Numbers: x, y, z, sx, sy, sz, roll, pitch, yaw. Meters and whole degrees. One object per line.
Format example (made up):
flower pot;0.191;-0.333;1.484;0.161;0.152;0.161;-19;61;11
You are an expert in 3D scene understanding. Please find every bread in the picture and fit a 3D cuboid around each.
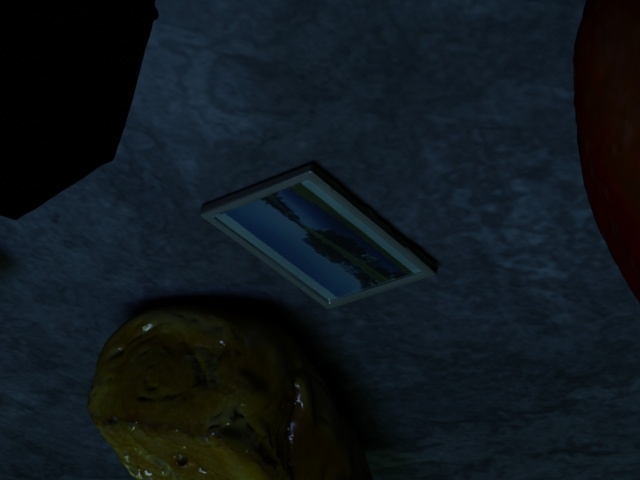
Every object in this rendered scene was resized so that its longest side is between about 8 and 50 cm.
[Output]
bread;-0.061;0.173;1.272;0.166;0.132;0.294;-6;145;23

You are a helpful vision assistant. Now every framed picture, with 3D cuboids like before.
framed picture;0.000;0.000;1.107;0.109;0.011;0.149;-20;137;36

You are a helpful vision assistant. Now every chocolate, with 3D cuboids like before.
chocolate;-0.186;-0.141;0.862;0.224;0.206;0.177;17;-169;5

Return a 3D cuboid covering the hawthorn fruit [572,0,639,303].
hawthorn fruit;0.250;-0.037;0.731;0.265;0.307;0.265;8;154;4
